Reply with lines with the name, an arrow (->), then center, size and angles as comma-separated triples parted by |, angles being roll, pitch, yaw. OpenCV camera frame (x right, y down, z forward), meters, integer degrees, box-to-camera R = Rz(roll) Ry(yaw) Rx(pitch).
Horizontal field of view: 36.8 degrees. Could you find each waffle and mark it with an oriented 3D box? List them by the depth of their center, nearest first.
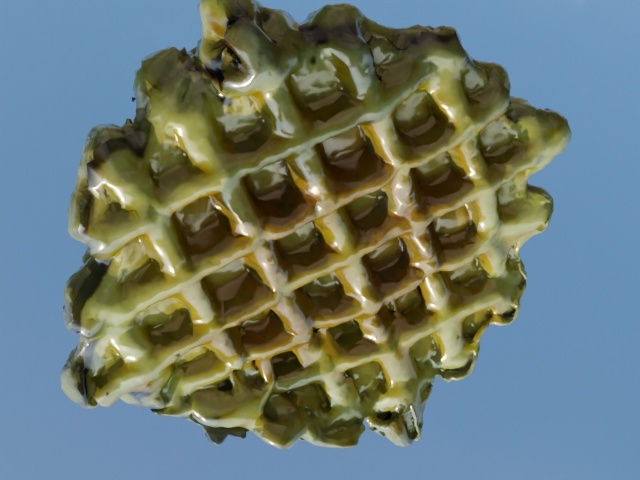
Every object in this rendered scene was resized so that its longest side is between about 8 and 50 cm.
waffle -> 0.000, 0.000, 0.593 | 0.317, 0.297, 0.073 | 12, -157, -30
